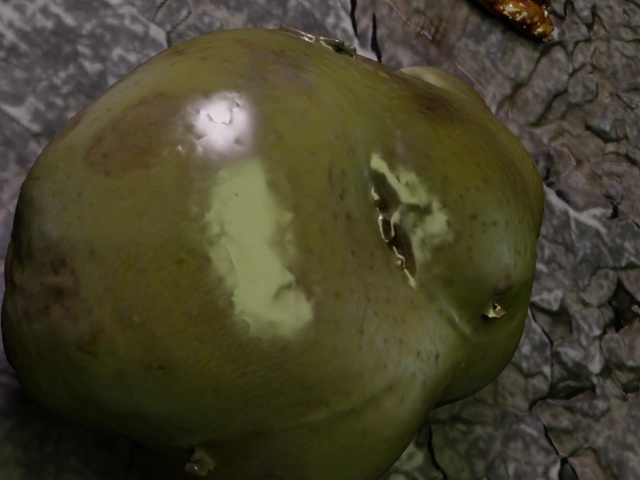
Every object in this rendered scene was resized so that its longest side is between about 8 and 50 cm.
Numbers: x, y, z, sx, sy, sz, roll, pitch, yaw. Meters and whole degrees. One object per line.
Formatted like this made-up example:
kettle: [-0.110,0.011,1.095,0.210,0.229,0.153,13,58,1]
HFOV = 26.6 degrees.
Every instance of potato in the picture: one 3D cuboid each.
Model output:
potato: [-0.001,0.003,0.677,0.351,0.202,0.218,-27,78,-48]

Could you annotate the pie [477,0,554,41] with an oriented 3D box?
pie: [0.106,-0.224,0.911,0.088,0.033,0.191,-9,80,-30]
